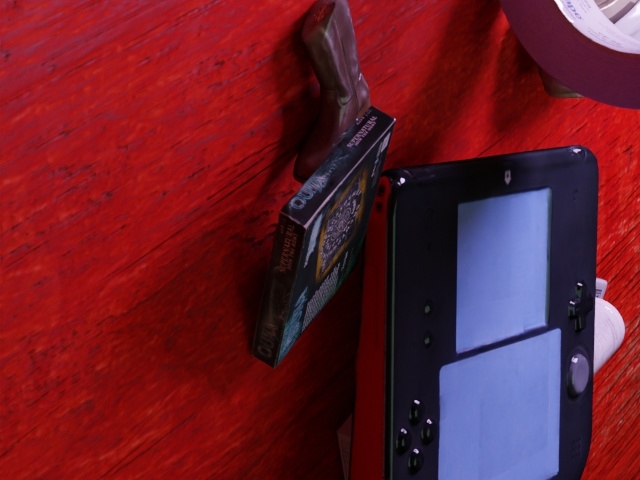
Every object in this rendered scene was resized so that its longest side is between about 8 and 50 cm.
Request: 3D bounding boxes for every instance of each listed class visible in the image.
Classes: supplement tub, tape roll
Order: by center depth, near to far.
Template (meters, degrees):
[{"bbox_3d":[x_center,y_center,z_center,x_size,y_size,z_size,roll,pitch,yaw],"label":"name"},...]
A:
[{"bbox_3d":[0.285,-0.250,1.466,0.090,0.275,0.275,-18,122,-59],"label":"tape roll"},{"bbox_3d":[0.270,0.111,1.844,0.107,0.071,0.071,-38,138,-50],"label":"supplement tub"}]

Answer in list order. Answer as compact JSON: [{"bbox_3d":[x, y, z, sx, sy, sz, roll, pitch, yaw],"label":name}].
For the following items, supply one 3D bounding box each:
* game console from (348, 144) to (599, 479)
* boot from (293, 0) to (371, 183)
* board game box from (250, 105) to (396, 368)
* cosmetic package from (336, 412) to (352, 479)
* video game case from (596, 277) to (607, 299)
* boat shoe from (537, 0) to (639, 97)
[{"bbox_3d":[0.150,0.095,1.551,0.386,0.060,0.342,-11,108,-56],"label":"game console"},{"bbox_3d":[0.000,-0.113,1.283,0.114,0.037,0.106,76,34,-48],"label":"boot"},{"bbox_3d":[0.000,0.000,1.306,0.126,0.026,0.186,-50,164,-35],"label":"board game box"},{"bbox_3d":[0.103,0.140,1.610,0.239,0.060,0.099,-48,144,-39],"label":"cosmetic package"},{"bbox_3d":[0.253,0.123,1.927,0.201,0.023,0.183,10,98,-64],"label":"video game case"},{"bbox_3d":[0.300,-0.232,1.704,0.302,0.113,0.103,-30,134,-39],"label":"boat shoe"}]
